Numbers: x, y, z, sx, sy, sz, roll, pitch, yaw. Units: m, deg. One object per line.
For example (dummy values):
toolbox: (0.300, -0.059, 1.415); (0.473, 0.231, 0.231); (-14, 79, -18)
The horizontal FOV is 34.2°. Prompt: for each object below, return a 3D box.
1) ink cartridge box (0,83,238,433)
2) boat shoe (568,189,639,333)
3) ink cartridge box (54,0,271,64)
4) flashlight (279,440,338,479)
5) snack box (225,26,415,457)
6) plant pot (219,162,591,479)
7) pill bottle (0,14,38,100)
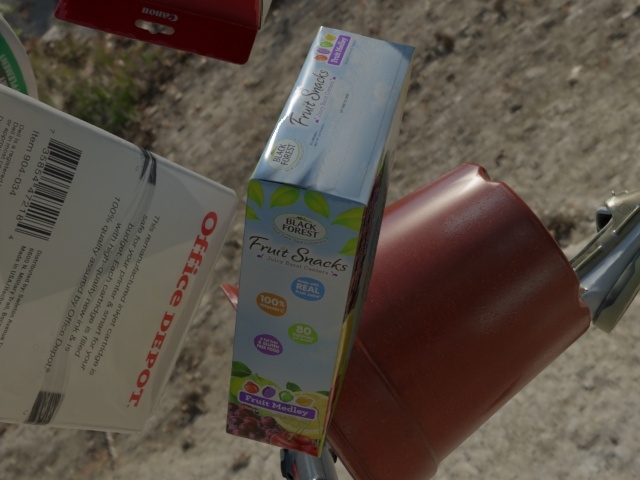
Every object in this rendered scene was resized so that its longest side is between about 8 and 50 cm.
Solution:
ink cartridge box: (-0.202, 0.010, 0.691); (0.114, 0.273, 0.198); (22, 89, 32)
boat shoe: (0.422, -0.022, 1.403); (0.103, 0.113, 0.302); (32, 67, 19)
ink cartridge box: (-0.215, -0.430, 1.525); (0.130, 0.309, 0.272); (97, -173, -66)
flashlight: (-0.010, 0.339, 1.373); (0.103, 0.103, 0.304); (-27, 12, -1)
snack box: (0.000, 0.000, 0.653); (0.070, 0.207, 0.174); (14, 40, 5)
plant pot: (0.090, 0.079, 0.987); (0.265, 0.272, 0.272); (-35, 27, -7)
pill bottle: (-0.442, -0.083, 0.915); (0.204, 0.204, 0.361); (-14, 24, 42)
